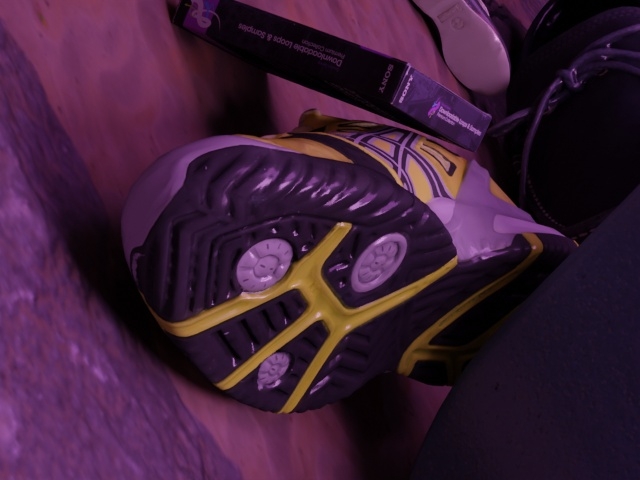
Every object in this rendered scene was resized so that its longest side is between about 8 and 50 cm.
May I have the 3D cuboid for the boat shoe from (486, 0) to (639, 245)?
[{"bbox_3d":[0.227,-0.091,1.589,0.156,0.187,0.500,57,18,-16],"label":"boat shoe"}]

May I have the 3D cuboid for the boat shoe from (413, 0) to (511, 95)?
[{"bbox_3d":[0.109,-0.176,1.579,0.137,0.049,0.043,53,24,-19],"label":"boat shoe"}]

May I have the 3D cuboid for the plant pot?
[{"bbox_3d":[0.194,0.170,1.138,0.247,0.252,0.248,37,18,-49],"label":"plant pot"}]

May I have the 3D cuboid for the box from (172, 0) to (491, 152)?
[{"bbox_3d":[0.008,-0.100,1.169,0.116,0.162,0.029,22,90,-59],"label":"box"}]

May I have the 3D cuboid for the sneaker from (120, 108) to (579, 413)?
[{"bbox_3d":[0.000,0.000,1.109,0.147,0.145,0.385,44,14,27],"label":"sneaker"}]
